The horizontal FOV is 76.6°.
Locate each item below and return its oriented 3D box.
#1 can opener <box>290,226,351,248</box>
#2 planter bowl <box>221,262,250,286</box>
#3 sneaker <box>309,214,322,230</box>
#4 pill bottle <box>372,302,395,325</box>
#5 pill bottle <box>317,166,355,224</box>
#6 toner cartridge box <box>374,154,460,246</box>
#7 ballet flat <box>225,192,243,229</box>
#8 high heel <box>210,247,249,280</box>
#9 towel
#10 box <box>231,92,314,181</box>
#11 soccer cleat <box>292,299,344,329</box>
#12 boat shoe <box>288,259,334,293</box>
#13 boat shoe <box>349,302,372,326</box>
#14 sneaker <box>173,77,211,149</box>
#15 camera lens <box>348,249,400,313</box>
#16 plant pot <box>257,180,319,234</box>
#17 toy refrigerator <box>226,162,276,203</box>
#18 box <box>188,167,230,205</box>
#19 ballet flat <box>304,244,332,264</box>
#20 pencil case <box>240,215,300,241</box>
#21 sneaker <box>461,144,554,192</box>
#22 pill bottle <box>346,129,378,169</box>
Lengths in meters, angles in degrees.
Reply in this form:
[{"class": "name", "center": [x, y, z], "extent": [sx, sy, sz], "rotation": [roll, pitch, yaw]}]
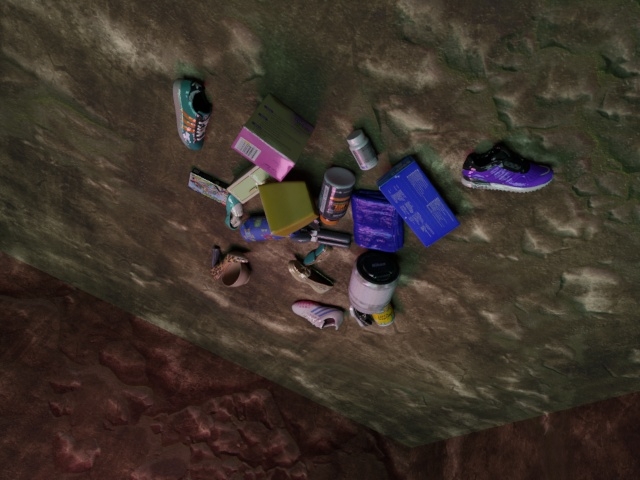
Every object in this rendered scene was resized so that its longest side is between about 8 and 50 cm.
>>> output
[{"class": "can opener", "center": [0.000, 0.000, 1.928], "extent": [0.284, 0.095, 0.075], "rotation": [10, 139, 13]}, {"class": "planter bowl", "center": [-0.471, 0.193, 2.312], "extent": [0.162, 0.161, 0.109], "rotation": [-14, 156, 34]}, {"class": "sneaker", "center": [-0.030, -0.112, 1.858], "extent": [0.089, 0.051, 0.170], "rotation": [17, 144, 5]}, {"class": "pill bottle", "center": [0.317, 0.351, 2.156], "extent": [0.118, 0.117, 0.208], "rotation": [-4, 132, 27]}, {"class": "pill bottle", "center": [0.059, -0.175, 1.687], "extent": [0.131, 0.130, 0.245], "rotation": [18, 140, 4]}, {"class": "toner cartridge box", "center": [0.381, -0.146, 1.574], "extent": [0.165, 0.075, 0.348], "rotation": [-37, 117, 13]}, {"class": "ballet flat", "center": [-0.409, -0.135, 1.960], "extent": [0.087, 0.083, 0.247], "rotation": [50, 147, 17]}, {"class": "high heel", "center": [-0.501, 0.150, 2.248], "extent": [0.262, 0.093, 0.186], "rotation": [10, 101, 29]}, {"class": "towel", "center": [0.246, -0.076, 1.755], "extent": [0.228, 0.076, 0.308], "rotation": [6, 137, 16]}, {"class": "box", "center": [-0.168, -0.377, 1.478], "extent": [0.214, 0.242, 0.117], "rotation": [34, 138, -15]}, {"class": "soccer cleat", "center": [-0.028, 0.442, 2.383], "extent": [0.332, 0.143, 0.115], "rotation": [5, 137, 19]}, {"class": "boat shoe", "center": [-0.050, 0.182, 2.153], "extent": [0.089, 0.104, 0.285], "rotation": [-28, 130, 37]}, {"class": "boat shoe", "center": [0.233, 0.418, 2.303], "extent": [0.070, 0.077, 0.219], "rotation": [-6, 140, 29]}, {"class": "sneaker", "center": [-0.493, -0.483, 1.606], "extent": [0.121, 0.108, 0.302], "rotation": [17, 138, 12]}, {"class": "camera lens", "center": [0.252, 0.198, 1.940], "extent": [0.220, 0.219, 0.274], "rotation": [16, 139, 7]}, {"class": "plant pot", "center": [-0.122, -0.147, 1.707], "extent": [0.188, 0.212, 0.212], "rotation": [-18, 86, 7]}, {"class": "toy refrigerator", "center": [-0.285, -0.267, 1.762], "extent": [0.270, 0.094, 0.102], "rotation": [-26, 121, 40]}, {"class": "box", "center": [-0.520, -0.250, 1.926], "extent": [0.207, 0.036, 0.114], "rotation": [26, 139, -5]}, {"class": "ballet flat", "center": [-0.007, 0.077, 2.040], "extent": [0.067, 0.072, 0.206], "rotation": [16, 149, -28]}, {"class": "pencil case", "center": [-0.236, -0.070, 1.935], "extent": [0.307, 0.133, 0.119], "rotation": [-7, 156, 31]}, {"class": "sneaker", "center": [0.634, -0.251, 1.377], "extent": [0.294, 0.102, 0.146], "rotation": [4, 135, 20]}, {"class": "pill bottle", "center": [0.155, -0.338, 1.508], "extent": [0.078, 0.078, 0.137], "rotation": [-11, 130, 32]}]
